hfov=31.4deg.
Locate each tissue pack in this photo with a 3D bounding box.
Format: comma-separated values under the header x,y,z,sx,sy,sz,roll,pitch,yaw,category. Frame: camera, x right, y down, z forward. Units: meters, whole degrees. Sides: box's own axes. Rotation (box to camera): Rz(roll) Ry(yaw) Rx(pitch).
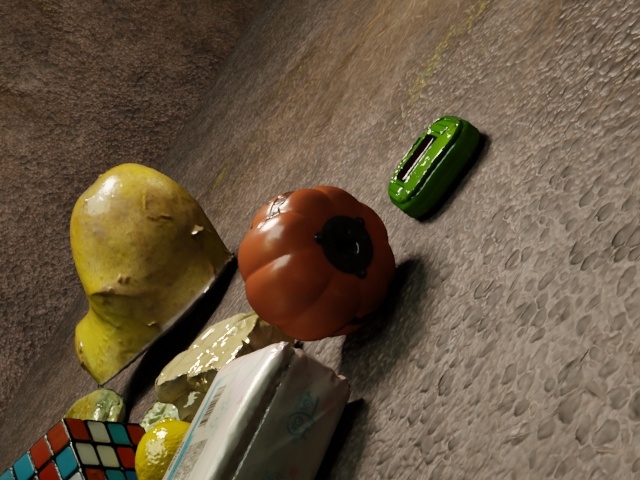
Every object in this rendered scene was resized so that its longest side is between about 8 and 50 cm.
x,y,z,sx,sy,sz,roll,pitch,yaw,category
-0.093,0.260,1.250,0.201,0.124,0.271,-27,33,57,tissue pack

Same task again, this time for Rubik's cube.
x,y,z,sx,sy,sz,roll,pitch,yaw,category
-0.304,0.341,1.497,0.151,0.154,0.155,-43,58,21,Rubik's cube

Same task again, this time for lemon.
x,y,z,sx,sy,sz,roll,pitch,yaw,category
-0.184,0.288,1.464,0.109,0.109,0.133,-41,54,41,lemon

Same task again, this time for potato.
x,y,z,sx,sy,sz,roll,pitch,yaw,category
-0.372,0.041,2.143,0.397,0.296,0.290,-37,11,33,potato

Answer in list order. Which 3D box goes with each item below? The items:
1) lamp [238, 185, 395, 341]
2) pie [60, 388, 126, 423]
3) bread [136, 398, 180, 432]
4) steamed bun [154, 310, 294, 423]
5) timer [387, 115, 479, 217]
x,y,z,sx,sy,sz,roll,pitch,yaw,category
-0.009,0.031,1.372,0.164,0.187,0.188,-36,24,49,lamp
-0.452,0.401,2.112,0.277,0.078,0.277,-50,21,27,pie
-0.236,0.320,1.603,0.232,0.088,0.128,-48,47,15,bread
-0.115,0.174,1.536,0.177,0.106,0.192,-24,19,37,steamed bun
0.140,-0.096,1.445,0.140,0.047,0.128,-53,15,5,timer
